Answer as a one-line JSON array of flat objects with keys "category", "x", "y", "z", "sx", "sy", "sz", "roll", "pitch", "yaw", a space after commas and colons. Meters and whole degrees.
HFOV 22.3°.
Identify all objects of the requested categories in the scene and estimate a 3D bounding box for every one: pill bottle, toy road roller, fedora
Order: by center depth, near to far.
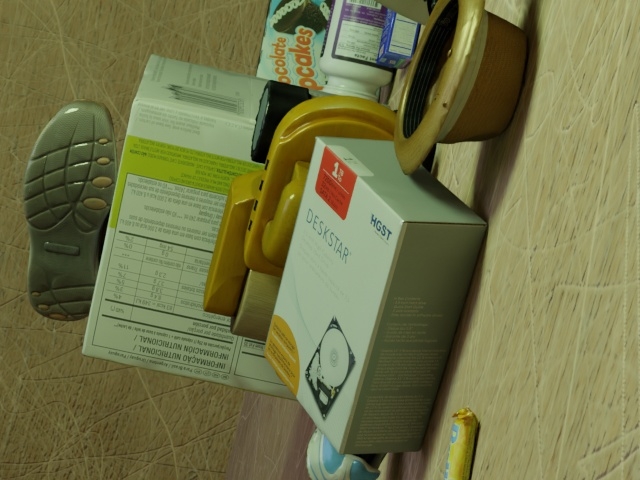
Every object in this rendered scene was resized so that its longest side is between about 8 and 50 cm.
[{"category": "fedora", "x": 0.127, "y": -0.138, "z": 1.398, "sx": 0.194, "sy": 0.079, "sz": 0.194, "roll": -163, "pitch": 90, "yaw": -80}, {"category": "toy road roller", "x": 0.000, "y": 0.000, "z": 1.761, "sx": 0.240, "sy": 0.202, "sz": 0.330, "roll": -94, "pitch": 18, "yaw": -64}, {"category": "pill bottle", "x": 0.058, "y": -0.277, "z": 2.286, "sx": 0.108, "sy": 0.108, "sz": 0.194, "roll": -137, "pitch": 59, "yaw": -84}]

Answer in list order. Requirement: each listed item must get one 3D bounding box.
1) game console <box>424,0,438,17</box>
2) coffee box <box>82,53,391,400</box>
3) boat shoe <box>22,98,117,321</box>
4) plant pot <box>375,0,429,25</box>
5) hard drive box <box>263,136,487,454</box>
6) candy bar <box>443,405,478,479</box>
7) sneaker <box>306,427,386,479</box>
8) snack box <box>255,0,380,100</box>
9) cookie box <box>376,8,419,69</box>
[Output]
[{"category": "game console", "x": 0.168, "y": -0.365, "z": 1.683, "sx": 0.213, "sy": 0.044, "sz": 0.361, "roll": -84, "pitch": 8, "yaw": -51}, {"category": "coffee box", "x": -0.096, "y": -0.019, "z": 2.082, "sx": 0.337, "sy": 0.338, "sz": 0.334, "roll": -95, "pitch": 17, "yaw": -74}, {"category": "boat shoe", "x": -0.328, "y": -0.050, "z": 2.149, "sx": 0.116, "sy": 0.123, "sz": 0.324, "roll": -81, "pitch": 5, "yaw": -59}, {"category": "plant pot", "x": 0.106, "y": -0.335, "z": 1.973, "sx": 0.109, "sy": 0.096, "sz": 0.109, "roll": 126, "pitch": 155, "yaw": -77}, {"category": "hard drive box", "x": 0.043, "y": 0.048, "z": 1.470, "sx": 0.181, "sy": 0.089, "sz": 0.232, "roll": 46, "pitch": 128, "yaw": 53}, {"category": "candy bar", "x": 0.099, "y": 0.207, "z": 1.242, "sx": 0.040, "sy": 0.018, "sz": 0.162, "roll": 128, "pitch": 153, "yaw": -78}, {"category": "sneaker", "x": 0.055, "y": 0.144, "z": 1.608, "sx": 0.086, "sy": 0.085, "sz": 0.237, "roll": -13, "pitch": 46, "yaw": 39}, {"category": "snack box", "x": -0.005, "y": -0.239, "z": 2.435, "sx": 0.060, "sy": 0.187, "sz": 0.322, "roll": 109, "pitch": 171, "yaw": -51}, {"category": "cookie box", "x": 0.107, "y": -0.287, "z": 2.148, "sx": 0.092, "sy": 0.040, "sz": 0.107, "roll": 163, "pitch": 120, "yaw": -84}]
